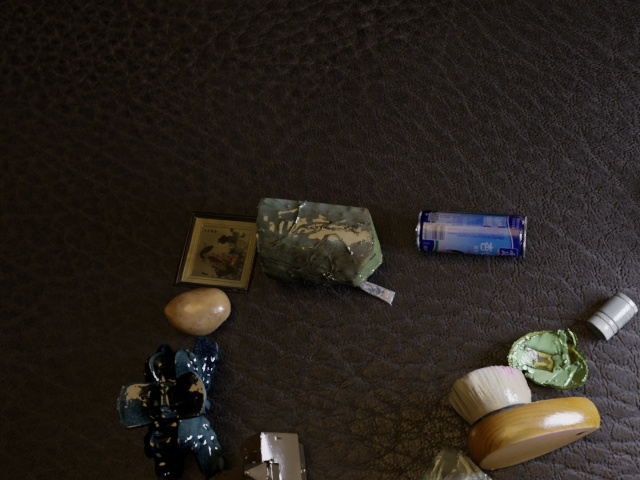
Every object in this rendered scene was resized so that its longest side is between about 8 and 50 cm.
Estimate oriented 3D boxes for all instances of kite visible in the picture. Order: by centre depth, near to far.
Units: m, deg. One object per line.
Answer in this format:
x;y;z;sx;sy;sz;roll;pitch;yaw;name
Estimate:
0.326;0.526;1.602;0.310;0.015;0.169;19;75;33;kite

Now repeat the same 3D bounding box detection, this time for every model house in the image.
-0.132;0.476;1.637;0.176;0.248;0.181;-9;66;10;model house

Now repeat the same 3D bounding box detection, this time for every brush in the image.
0.401;0.334;1.620;0.267;0.174;0.166;-14;57;-1;brush

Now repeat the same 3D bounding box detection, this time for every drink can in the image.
0.331;-0.016;1.806;0.235;0.097;0.097;3;70;14;drink can

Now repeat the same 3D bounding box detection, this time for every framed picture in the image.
-0.243;0.025;1.971;0.195;0.010;0.199;5;70;15;framed picture

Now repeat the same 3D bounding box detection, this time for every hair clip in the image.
-0.303;0.354;1.747;0.194;0.206;0.310;-11;67;10;hair clip

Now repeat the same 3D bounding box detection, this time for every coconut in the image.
0.476;0.243;1.690;0.158;0.055;0.133;31;74;20;coconut

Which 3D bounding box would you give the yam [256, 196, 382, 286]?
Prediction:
-0.001;0.004;1.831;0.271;0.202;0.201;-1;88;12;yam

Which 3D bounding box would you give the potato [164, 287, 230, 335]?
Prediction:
-0.278;0.163;1.877;0.147;0.112;0.112;-15;66;-1;potato

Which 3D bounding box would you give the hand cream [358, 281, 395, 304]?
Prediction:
0.122;0.113;1.847;0.093;0.019;0.030;23;77;18;hand cream

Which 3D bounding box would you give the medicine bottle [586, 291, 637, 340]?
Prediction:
0.600;0.156;1.693;0.091;0.058;0.058;-42;66;-5;medicine bottle
